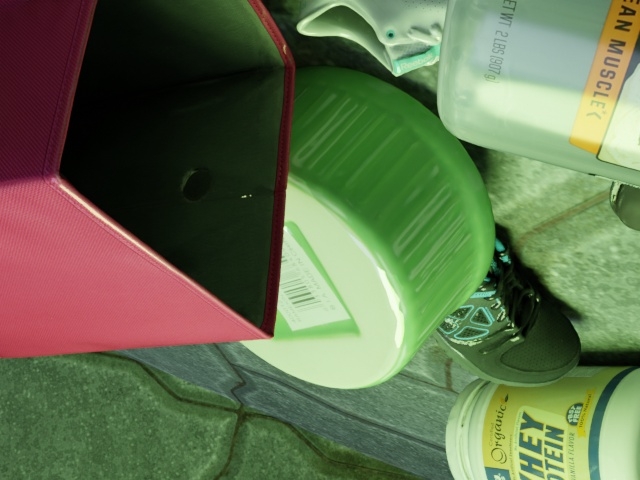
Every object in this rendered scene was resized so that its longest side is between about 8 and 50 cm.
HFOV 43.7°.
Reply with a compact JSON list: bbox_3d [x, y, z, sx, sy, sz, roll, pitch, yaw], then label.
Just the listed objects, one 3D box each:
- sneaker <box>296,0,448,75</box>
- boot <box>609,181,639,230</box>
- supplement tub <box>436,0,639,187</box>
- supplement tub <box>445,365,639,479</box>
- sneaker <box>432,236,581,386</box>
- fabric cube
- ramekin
[{"bbox_3d":[0.085,-0.152,0.562,0.212,0.094,0.080,15,154,20],"label":"sneaker"},{"bbox_3d":[0.287,0.018,0.563,0.091,0.229,0.263,30,156,-15],"label":"boot"},{"bbox_3d":[0.232,-0.105,0.393,0.316,0.193,0.193,17,156,15],"label":"supplement tub"},{"bbox_3d":[0.348,0.285,1.093,0.228,0.228,0.316,35,155,-25],"label":"supplement tub"},{"bbox_3d":[0.180,0.066,0.912,0.341,0.125,0.139,30,155,-17],"label":"sneaker"},{"bbox_3d":[-0.188,-0.076,0.570,0.258,0.259,0.254,-7,153,22],"label":"fabric cube"},{"bbox_3d":[0.000,0.000,0.776,0.303,0.148,0.303,23,137,23],"label":"ramekin"}]
